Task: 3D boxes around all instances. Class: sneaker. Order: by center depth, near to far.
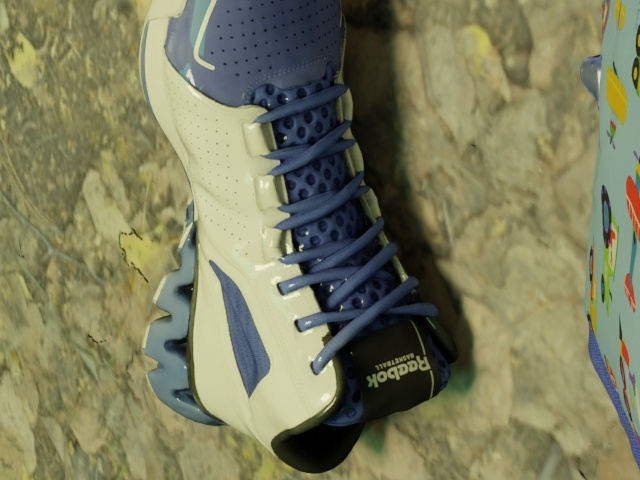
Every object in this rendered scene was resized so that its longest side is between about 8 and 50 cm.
[{"bbox_3d":[0.000,0.001,0.885,0.182,0.127,0.315,33,131,41],"label":"sneaker"}]

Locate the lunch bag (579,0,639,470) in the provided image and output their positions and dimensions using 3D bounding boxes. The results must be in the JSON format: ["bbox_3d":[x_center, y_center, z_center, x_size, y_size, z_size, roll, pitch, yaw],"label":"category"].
[{"bbox_3d":[0.156,-0.025,0.616,0.293,0.138,0.220,-121,27,-67],"label":"lunch bag"}]
